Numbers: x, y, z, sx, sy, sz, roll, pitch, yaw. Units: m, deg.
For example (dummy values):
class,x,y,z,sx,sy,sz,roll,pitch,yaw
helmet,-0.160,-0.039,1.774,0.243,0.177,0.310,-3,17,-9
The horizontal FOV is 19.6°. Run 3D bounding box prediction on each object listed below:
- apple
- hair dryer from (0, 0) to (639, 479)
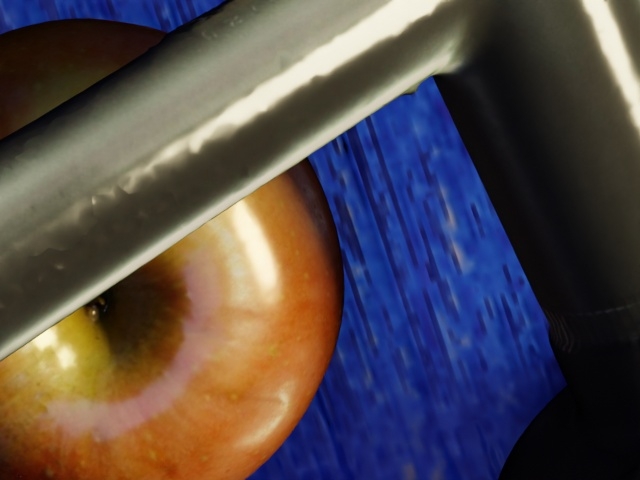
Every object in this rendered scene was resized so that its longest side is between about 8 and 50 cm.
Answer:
class,x,y,z,sx,sy,sz,roll,pitch,yaw
apple,-0.072,0.009,0.597,0.163,0.139,0.163,-1,99,-5
hair dryer,0.001,0.011,0.512,0.284,0.156,0.320,-38,110,-6
